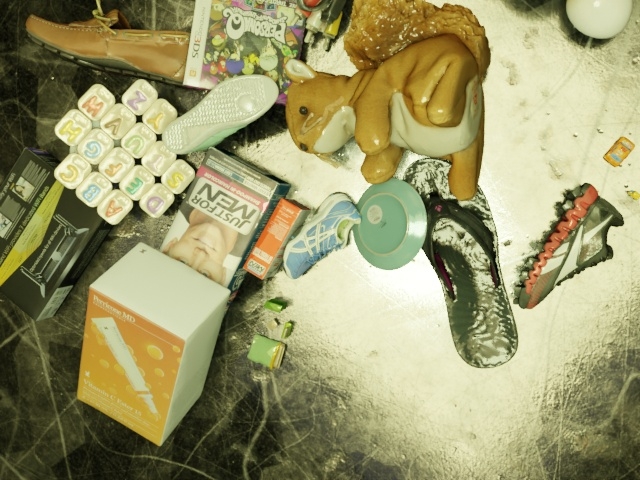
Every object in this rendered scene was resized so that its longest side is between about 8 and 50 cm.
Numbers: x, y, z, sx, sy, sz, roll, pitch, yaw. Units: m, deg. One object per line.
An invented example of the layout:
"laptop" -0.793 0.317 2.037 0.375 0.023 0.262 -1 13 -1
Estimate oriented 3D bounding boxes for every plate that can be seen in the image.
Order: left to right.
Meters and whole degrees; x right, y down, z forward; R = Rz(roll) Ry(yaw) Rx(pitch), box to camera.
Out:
"plate" 0.131 -0.033 1.458 0.188 0.024 0.188 0 90 42

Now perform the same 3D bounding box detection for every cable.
"cable" 0.032 -0.539 1.459 0.072 0.139 0.287 28 92 49

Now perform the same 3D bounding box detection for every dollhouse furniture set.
"dollhouse furniture set" -0.109 0.204 1.544 0.076 0.058 0.152 18 96 10

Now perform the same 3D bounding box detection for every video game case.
"video game case" -0.155 -0.402 1.493 0.232 0.042 0.210 9 94 -12

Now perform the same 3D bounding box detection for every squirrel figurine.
"squirrel figurine" 0.124 -0.301 1.403 0.370 0.281 0.397 5 70 25

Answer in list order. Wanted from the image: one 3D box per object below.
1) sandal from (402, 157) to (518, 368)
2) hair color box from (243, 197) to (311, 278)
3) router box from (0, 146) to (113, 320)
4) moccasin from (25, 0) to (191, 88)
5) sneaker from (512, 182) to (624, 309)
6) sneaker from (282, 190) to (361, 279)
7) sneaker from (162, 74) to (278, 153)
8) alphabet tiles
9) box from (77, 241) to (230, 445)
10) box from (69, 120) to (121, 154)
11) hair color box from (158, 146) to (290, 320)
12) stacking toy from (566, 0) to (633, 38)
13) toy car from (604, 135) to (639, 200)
"sandal" 0.287 0.039 1.435 0.167 0.107 0.446 -21 88 11
"hair color box" -0.090 -0.005 1.514 0.053 0.093 0.167 30 97 9
"router box" -0.631 -0.014 1.624 0.243 0.081 0.309 37 99 7
"moccasin" -0.439 -0.432 1.538 0.380 0.139 0.147 13 94 10
"sneaker" 0.485 0.031 1.400 0.135 0.097 0.276 33 97 10
"sneaker" 0.000 0.000 1.493 0.081 0.080 0.211 43 103 32
"sneaker" -0.195 -0.263 1.490 0.255 0.151 0.094 -26 94 11
"alphabet tiles" -0.408 -0.186 1.527 0.284 0.021 0.278 44 84 -21
"box" -0.343 0.214 1.458 0.215 0.168 0.345 27 129 9
"box" -0.478 -0.226 1.574 0.087 0.101 0.102 10 96 10
"hair color box" -0.223 -0.005 1.534 0.173 0.105 0.347 28 98 9
"stacking toy" 0.415 -0.577 1.330 0.350 0.350 0.480 -34 105 11
"toy car" 0.604 -0.142 1.399 0.060 0.040 0.122 -33 86 11
